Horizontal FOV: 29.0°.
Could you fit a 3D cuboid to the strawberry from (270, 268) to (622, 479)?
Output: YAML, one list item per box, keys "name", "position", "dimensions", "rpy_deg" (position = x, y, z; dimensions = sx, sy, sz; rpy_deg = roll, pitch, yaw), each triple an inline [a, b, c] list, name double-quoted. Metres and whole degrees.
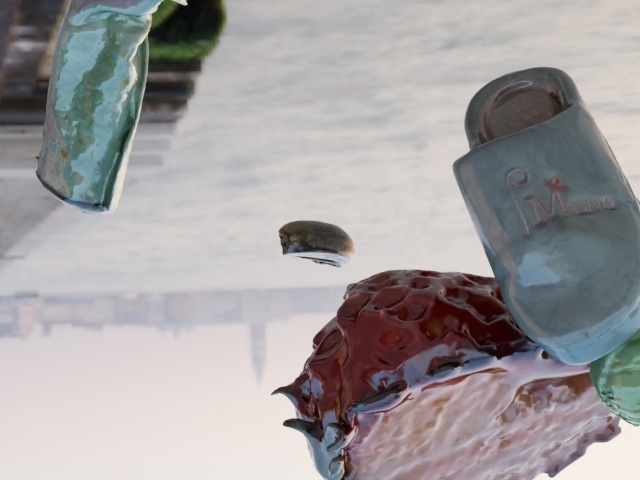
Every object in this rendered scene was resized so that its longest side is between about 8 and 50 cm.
- name: "strawberry"
  position: [0.100, 0.095, 0.931]
  dimensions: [0.280, 0.150, 0.253]
  rpy_deg: [-35, 140, 6]

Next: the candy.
- name: "candy"
  position: [0.234, 0.126, 0.699]
  dimensions: [0.093, 0.092, 0.335]
  rpy_deg: [-7, -155, -3]

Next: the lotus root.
- name: "lotus root"
  position: [0.002, 0.000, 1.131]
  dimensions: [0.083, 0.037, 0.030]
  rpy_deg: [12, 155, -42]

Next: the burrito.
- name: "burrito"
  position: [-0.183, -0.143, 1.036]
  dimensions: [0.089, 0.229, 0.144]
  rpy_deg: [6, -156, -26]

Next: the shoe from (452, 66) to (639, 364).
- name: "shoe"
  position: [0.143, -0.037, 0.821]
  dimensions: [0.103, 0.251, 0.100]
  rpy_deg: [-30, 134, 19]
